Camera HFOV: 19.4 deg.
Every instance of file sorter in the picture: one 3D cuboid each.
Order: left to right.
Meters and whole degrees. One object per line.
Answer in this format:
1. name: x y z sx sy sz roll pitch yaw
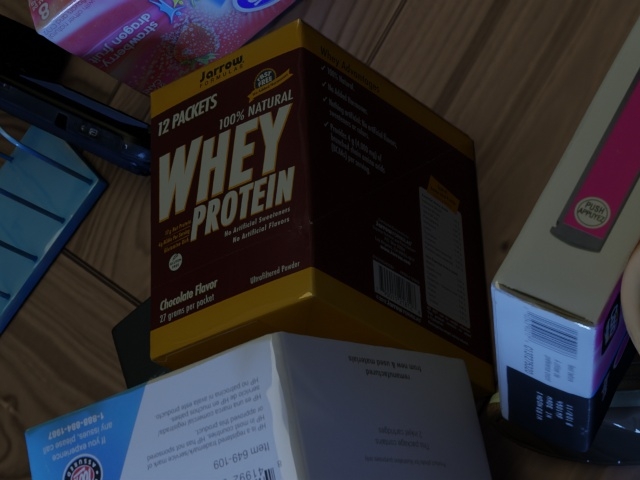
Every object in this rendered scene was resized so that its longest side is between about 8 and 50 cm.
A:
1. file sorter: -0.283 -0.025 1.527 0.170 0.104 0.118 -54 45 8

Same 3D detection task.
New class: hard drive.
1. hard drive: -0.102 0.092 1.366 0.094 0.022 0.135 -39 49 21

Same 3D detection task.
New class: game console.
1. game console: -0.237 -0.129 1.491 0.361 0.213 0.044 26 106 27

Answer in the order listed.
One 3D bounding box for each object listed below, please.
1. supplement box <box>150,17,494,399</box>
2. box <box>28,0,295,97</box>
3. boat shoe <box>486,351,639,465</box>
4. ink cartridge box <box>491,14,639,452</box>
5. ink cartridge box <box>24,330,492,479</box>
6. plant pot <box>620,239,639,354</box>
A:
1. supplement box: 0.000 0.000 1.200 0.129 0.191 0.194 -23 56 32
2. box: -0.077 -0.262 1.427 0.300 0.154 0.142 -37 50 21
3. boat shoe: 0.190 0.088 1.089 0.190 0.068 0.072 0 58 31
4. ink cartridge box: 0.201 -0.077 1.036 0.069 0.176 0.371 22 68 17
5. ink cartridge box: -0.017 0.216 1.070 0.198 0.197 0.270 -22 70 32
6. plant pot: 0.314 -0.007 0.884 0.291 0.291 0.203 5 58 43
